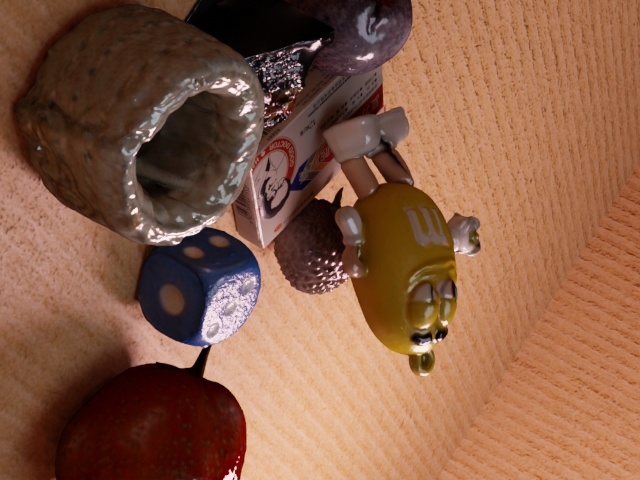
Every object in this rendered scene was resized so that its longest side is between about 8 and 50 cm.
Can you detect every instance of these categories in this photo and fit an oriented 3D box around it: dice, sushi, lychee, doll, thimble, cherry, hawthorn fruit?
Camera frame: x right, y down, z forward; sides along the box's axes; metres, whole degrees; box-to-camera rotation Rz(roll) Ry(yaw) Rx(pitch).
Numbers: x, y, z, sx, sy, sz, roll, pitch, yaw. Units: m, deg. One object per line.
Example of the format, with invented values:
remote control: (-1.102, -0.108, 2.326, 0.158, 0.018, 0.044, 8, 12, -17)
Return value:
dice: (-0.186, 0.068, 1.998, 0.146, 0.143, 0.146, -23, 136, -47)
sushi: (-0.099, -0.234, 1.825, 0.172, 0.153, 0.150, -38, 150, -35)
lychee: (0.000, 0.000, 2.247, 0.165, 0.165, 0.197, -14, 140, -57)
doll: (0.133, -0.028, 2.175, 0.423, 0.161, 0.348, 54, 47, -19)
thimble: (-0.224, -0.143, 1.644, 0.291, 0.195, 0.291, -40, 146, -36)
cherry: (0.041, -0.339, 1.975, 0.195, 0.195, 0.195, -43, 149, -34)
hawthorn fruit: (-0.245, 0.307, 2.006, 0.369, 0.285, 0.285, -61, 156, -22)

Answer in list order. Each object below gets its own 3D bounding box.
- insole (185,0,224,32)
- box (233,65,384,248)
insole: (-0.166, -0.291, 1.828, 0.348, 0.009, 0.119, -54, 152, -17)
box: (-0.018, -0.174, 2.157, 0.353, 0.069, 0.214, -45, 150, -27)
